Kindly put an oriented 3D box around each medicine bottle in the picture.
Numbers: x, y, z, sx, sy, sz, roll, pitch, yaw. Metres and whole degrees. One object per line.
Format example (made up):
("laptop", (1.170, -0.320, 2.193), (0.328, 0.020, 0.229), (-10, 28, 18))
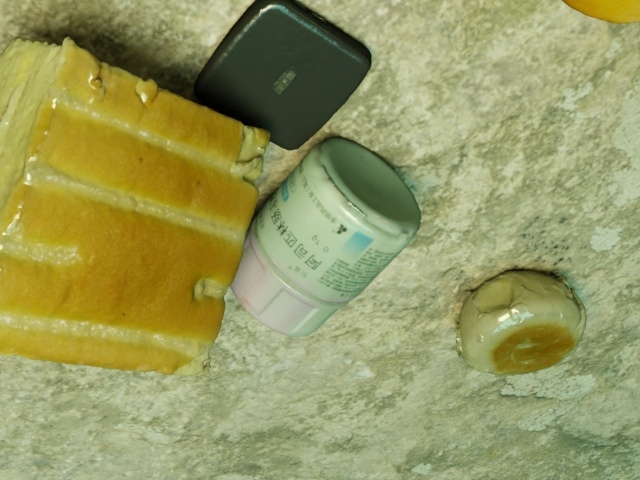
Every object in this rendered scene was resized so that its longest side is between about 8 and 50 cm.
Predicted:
("medicine bottle", (0.000, 0.000, 0.815), (0.135, 0.135, 0.168), (22, 125, -31))

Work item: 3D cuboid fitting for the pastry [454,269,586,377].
("pastry", (0.244, 0.106, 1.014), (0.165, 0.088, 0.166), (-5, 135, -5))

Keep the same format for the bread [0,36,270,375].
("bread", (-0.169, -0.017, 0.675), (0.246, 0.111, 0.239), (21, 89, -49))

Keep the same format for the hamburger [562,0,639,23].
("hamburger", (0.251, -0.278, 0.580), (0.246, 0.170, 0.246), (-8, 164, -2))

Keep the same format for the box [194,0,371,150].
("box", (-0.035, -0.150, 0.738), (0.125, 0.027, 0.126), (27, 123, -31))
